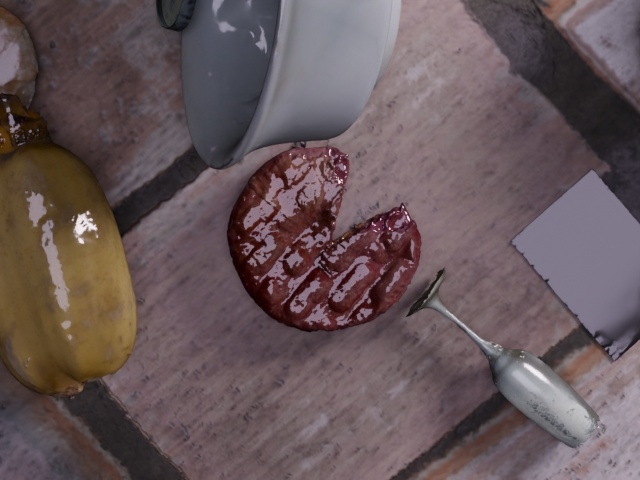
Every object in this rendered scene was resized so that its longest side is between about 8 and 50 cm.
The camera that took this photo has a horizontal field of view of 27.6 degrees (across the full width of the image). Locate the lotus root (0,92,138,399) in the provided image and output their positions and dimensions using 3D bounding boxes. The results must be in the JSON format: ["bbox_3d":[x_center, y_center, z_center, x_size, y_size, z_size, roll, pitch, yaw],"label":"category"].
[{"bbox_3d":[-0.305,0.005,1.443,0.169,0.151,0.342,-13,95,14],"label":"lotus root"}]

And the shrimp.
[{"bbox_3d":[-0.453,-0.140,1.467,0.317,0.077,0.168,-43,97,1],"label":"shrimp"}]

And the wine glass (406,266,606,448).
[{"bbox_3d":[0.216,0.143,1.497,0.262,0.074,0.074,41,95,-4],"label":"wine glass"}]

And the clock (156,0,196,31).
[{"bbox_3d":[-0.160,-0.274,1.446,0.017,0.085,0.085,3,97,-29],"label":"clock"}]

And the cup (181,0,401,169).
[{"bbox_3d":[-0.023,-0.242,1.350,0.163,0.347,0.347,2,96,-21],"label":"cup"}]

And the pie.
[{"bbox_3d":[0.000,0.000,1.490,0.204,0.054,0.218,-35,97,3],"label":"pie"}]

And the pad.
[{"bbox_3d":[0.329,0.029,1.515,0.127,0.004,0.190,-41,94,4],"label":"pad"}]
